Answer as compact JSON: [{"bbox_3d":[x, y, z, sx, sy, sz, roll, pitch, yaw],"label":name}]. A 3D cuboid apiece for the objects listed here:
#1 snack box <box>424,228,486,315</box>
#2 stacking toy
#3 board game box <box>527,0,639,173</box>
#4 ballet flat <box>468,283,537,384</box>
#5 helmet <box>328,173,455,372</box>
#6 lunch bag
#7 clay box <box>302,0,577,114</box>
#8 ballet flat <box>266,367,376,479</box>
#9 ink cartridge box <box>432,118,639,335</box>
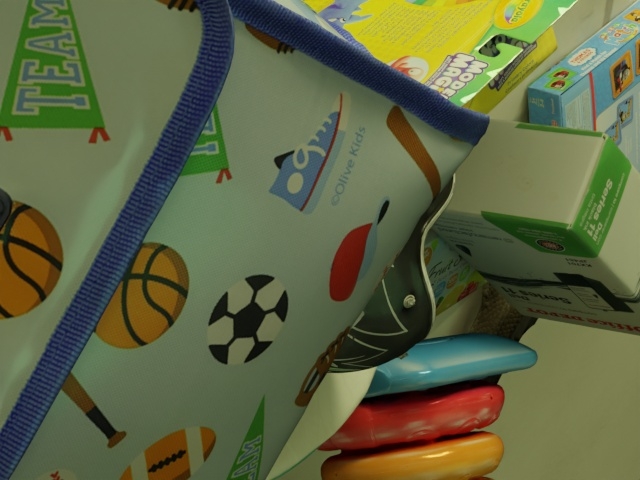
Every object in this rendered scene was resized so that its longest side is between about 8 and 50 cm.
[{"bbox_3d":[0.096,0.015,1.602,0.141,0.037,0.100,-31,143,-45],"label":"snack box"},{"bbox_3d":[0.078,0.229,1.497,0.166,0.175,0.301,-7,88,-46],"label":"stacking toy"},{"bbox_3d":[0.260,-0.110,1.716,0.211,0.039,0.160,-37,133,-36],"label":"board game box"},{"bbox_3d":[0.134,0.120,1.788,0.250,0.058,0.084,-61,168,19],"label":"ballet flat"},{"bbox_3d":[0.000,0.000,1.243,0.169,0.169,0.161,66,38,-61],"label":"helmet"},{"bbox_3d":[-0.150,-0.010,0.905,0.385,0.239,0.327,25,98,-49],"label":"lunch bag"},{"bbox_3d":[0.033,-0.107,1.124,0.127,0.222,0.053,-43,130,-30],"label":"clay box"},{"bbox_3d":[-0.100,0.121,1.280,0.400,0.139,0.139,-38,149,-35],"label":"ballet flat"},{"bbox_3d":[0.190,-0.008,1.535,0.208,0.153,0.086,40,66,-48],"label":"ink cartridge box"}]
